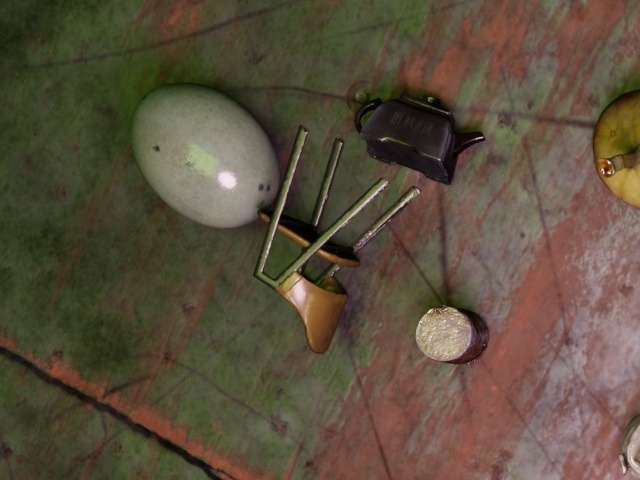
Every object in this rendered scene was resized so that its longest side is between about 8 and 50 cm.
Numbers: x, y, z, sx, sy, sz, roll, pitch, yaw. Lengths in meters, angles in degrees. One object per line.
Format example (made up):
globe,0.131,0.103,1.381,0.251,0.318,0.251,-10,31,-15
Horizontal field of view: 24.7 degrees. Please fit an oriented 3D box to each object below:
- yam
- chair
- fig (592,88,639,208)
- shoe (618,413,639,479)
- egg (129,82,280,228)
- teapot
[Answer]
yam,0.169,0.120,1.864,0.079,0.141,0.079,-2,84,17
chair,0.000,0.000,1.925,0.172,0.159,0.247,36,99,17
fig,0.386,-0.091,1.763,0.160,0.231,0.143,36,140,13
shoe,0.502,0.217,1.691,0.342,0.210,0.132,-20,81,19
egg,-0.158,-0.117,1.985,0.169,0.169,0.236,-47,71,13
teapot,0.129,-0.147,1.926,0.177,0.087,0.096,20,76,20
